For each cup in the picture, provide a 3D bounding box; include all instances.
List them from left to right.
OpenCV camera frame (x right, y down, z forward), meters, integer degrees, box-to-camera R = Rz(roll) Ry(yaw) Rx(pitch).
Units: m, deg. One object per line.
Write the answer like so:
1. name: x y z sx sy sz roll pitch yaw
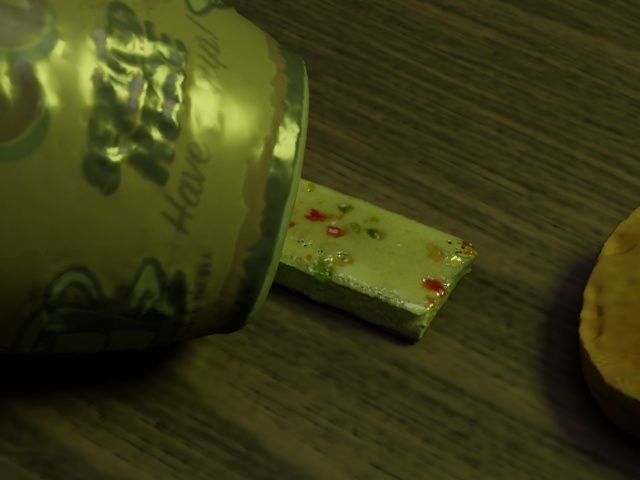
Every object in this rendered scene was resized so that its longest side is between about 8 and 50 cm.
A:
1. cup: -0.149 -0.061 0.898 0.257 0.227 0.301 14 24 -13

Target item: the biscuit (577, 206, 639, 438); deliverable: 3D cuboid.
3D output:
1. biscuit: 0.308 0.036 0.884 0.376 0.051 0.269 1 44 27

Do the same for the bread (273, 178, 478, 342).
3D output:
1. bread: 0.000 0.000 0.969 0.154 0.028 0.068 22 45 16
